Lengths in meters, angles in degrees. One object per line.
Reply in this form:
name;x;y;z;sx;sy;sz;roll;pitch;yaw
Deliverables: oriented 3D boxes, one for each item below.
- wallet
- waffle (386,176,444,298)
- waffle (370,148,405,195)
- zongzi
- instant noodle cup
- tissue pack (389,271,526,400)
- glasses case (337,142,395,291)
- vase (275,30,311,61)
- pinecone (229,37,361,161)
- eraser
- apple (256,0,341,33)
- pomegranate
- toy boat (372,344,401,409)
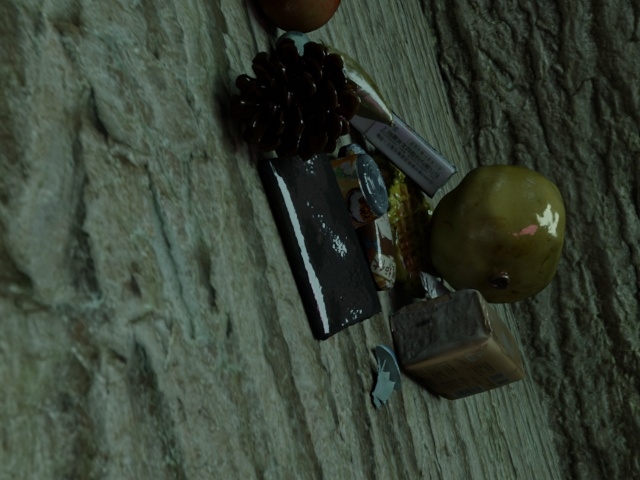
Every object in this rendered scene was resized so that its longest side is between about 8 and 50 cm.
wallet;0.000;0.000;1.359;0.170;0.044;0.321;-21;93;-49
waffle;0.217;-0.009;1.872;0.262;0.060;0.280;44;48;-35
waffle;0.199;-0.140;2.012;0.261;0.056;0.250;-20;92;-64
zongzi;0.069;-0.328;1.696;0.197;0.099;0.194;44;10;26
instant noodle cup;0.053;-0.090;1.498;0.177;0.125;0.208;53;27;-42
tissue pack;0.308;0.207;1.778;0.305;0.238;0.238;41;36;-53
glasses case;0.096;-0.050;1.635;0.122;0.082;0.321;39;38;-66
vase;-0.053;-0.310;1.465;0.096;0.096;0.219;56;22;-36
pinecone;-0.049;-0.222;1.258;0.208;0.207;0.208;52;28;-43
eraser;0.195;-0.231;1.883;0.287;0.086;0.130;43;18;6
apple;-0.042;-0.500;1.517;0.168;0.181;0.181;45;33;-47
pomegranate;0.414;-0.010;1.806;0.332;0.332;0.332;52;28;-43
toy boat;0.132;0.273;1.526;0.105;0.034;0.149;52;27;-38
